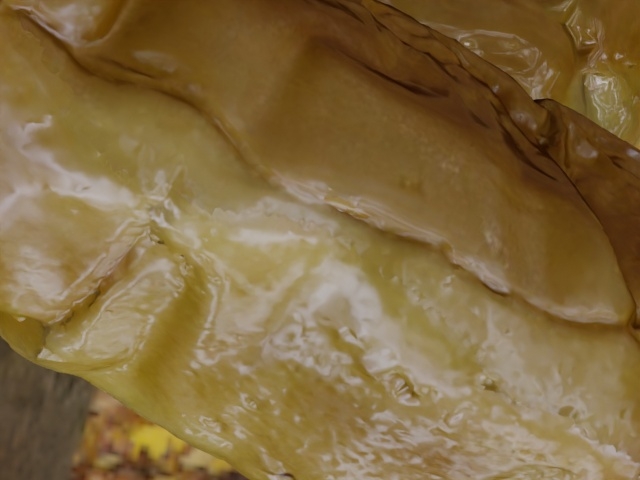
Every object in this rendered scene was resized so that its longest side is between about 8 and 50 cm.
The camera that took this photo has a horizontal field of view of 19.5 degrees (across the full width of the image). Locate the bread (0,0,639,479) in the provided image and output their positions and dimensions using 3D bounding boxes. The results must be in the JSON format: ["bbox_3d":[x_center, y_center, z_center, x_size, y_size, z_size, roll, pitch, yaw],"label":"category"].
[{"bbox_3d":[0.000,0.000,0.627,0.294,0.132,0.167,28,146,-16],"label":"bread"}]

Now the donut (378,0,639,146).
[{"bbox_3d":[0.015,-0.200,0.907,0.449,0.448,0.198,25,161,-24],"label":"donut"}]
